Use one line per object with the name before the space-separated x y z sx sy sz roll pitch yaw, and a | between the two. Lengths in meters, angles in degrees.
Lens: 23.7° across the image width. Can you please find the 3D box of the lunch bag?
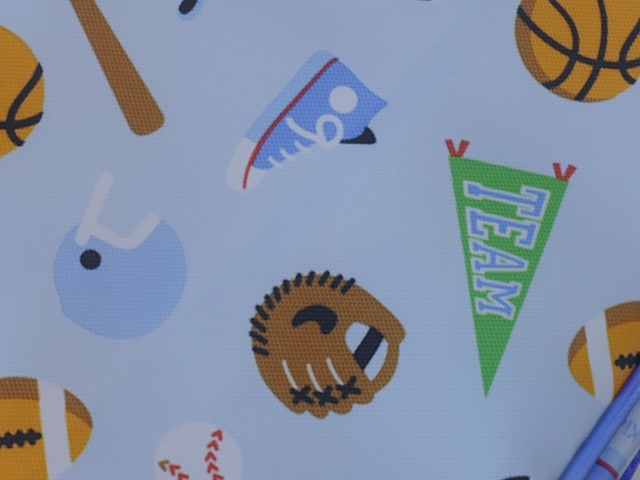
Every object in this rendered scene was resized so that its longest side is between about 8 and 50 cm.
lunch bag | 0.000 0.000 0.446 0.303 0.243 0.115 -52 -4 -14
